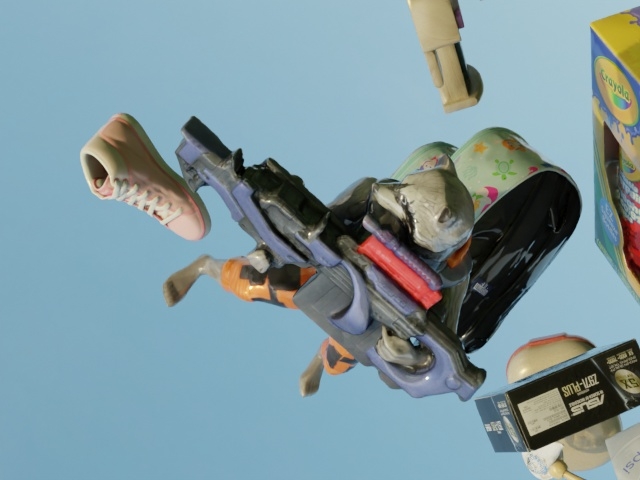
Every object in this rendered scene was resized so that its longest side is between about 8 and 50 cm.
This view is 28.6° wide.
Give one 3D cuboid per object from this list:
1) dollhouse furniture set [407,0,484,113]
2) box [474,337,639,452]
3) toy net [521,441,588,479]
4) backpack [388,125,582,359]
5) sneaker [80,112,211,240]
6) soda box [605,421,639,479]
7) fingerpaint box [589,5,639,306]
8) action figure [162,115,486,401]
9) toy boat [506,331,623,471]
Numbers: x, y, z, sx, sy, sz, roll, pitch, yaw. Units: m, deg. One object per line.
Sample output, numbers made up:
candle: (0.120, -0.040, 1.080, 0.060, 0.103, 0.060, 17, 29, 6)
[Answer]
dollhouse furniture set: (0.272, -0.295, 1.554, 0.286, 0.303, 0.198, -87, -21, -63)
box: (0.299, 0.193, 1.541, 0.180, 0.147, 0.077, -21, -96, -11)
toy net: (0.359, 0.364, 1.831, 0.045, 0.122, 0.232, -33, -92, -45)
backpack: (0.179, -0.012, 1.489, 0.191, 0.253, 0.225, 50, -168, 34)
sneaker: (-0.158, -0.042, 1.098, 0.134, 0.051, 0.070, 53, -133, -10)
soda box: (0.434, 0.334, 1.545, 0.098, 0.091, 0.286, 55, -165, -17)
fingerpaint box: (0.469, -0.009, 1.419, 0.163, 0.371, 0.445, -19, -135, -6)
action figure: (0.000, 0.000, 1.139, 0.341, 0.330, 0.178, 47, -133, -15)
toy boat: (0.385, 0.240, 1.950, 0.151, 0.151, 0.231, -54, -52, -64)
